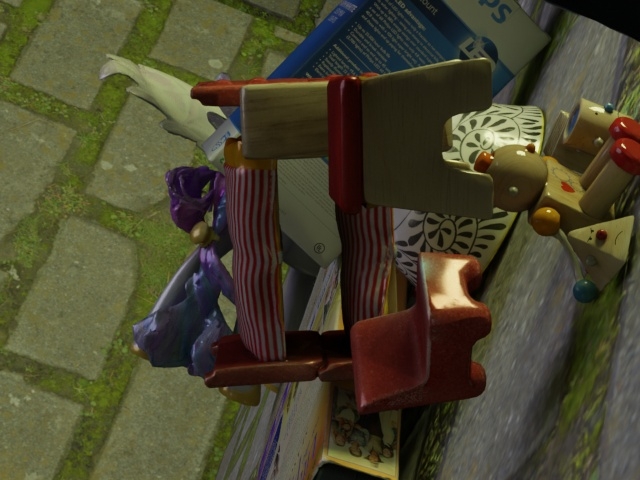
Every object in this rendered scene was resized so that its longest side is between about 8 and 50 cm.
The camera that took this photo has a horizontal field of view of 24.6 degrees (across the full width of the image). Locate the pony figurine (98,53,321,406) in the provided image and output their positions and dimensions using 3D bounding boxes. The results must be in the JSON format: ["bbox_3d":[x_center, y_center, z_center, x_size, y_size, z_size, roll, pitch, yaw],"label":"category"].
[{"bbox_3d":[-0.046,-0.028,1.445,0.303,0.351,0.363,28,97,51],"label":"pony figurine"}]

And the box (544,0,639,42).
[{"bbox_3d":[0.167,-0.370,0.430,0.480,0.297,0.471,126,167,-75],"label":"box"}]

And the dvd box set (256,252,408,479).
[{"bbox_3d":[-0.001,0.171,1.199,0.420,0.062,0.307,-81,9,-61],"label":"dvd box set"}]

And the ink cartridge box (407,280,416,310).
[{"bbox_3d":[0.091,0.027,1.195,0.115,0.029,0.062,116,174,-55],"label":"ink cartridge box"}]

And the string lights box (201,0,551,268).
[{"bbox_3d":[0.043,-0.119,1.182,0.259,0.133,0.077,-45,16,3],"label":"string lights box"}]

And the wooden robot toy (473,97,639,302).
[{"bbox_3d":[0.122,-0.039,0.772,0.173,0.079,0.076,-76,8,-59],"label":"wooden robot toy"}]

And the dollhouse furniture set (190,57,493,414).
[{"bbox_3d":[0.000,0.000,0.863,0.374,0.152,0.201,-113,21,-84],"label":"dollhouse furniture set"}]

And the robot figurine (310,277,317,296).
[{"bbox_3d":[0.024,0.022,1.760,0.291,0.085,0.211,116,174,-55],"label":"robot figurine"}]

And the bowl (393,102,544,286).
[{"bbox_3d":[0.088,-0.040,1.092,0.170,0.080,0.170,-61,10,19],"label":"bowl"}]
